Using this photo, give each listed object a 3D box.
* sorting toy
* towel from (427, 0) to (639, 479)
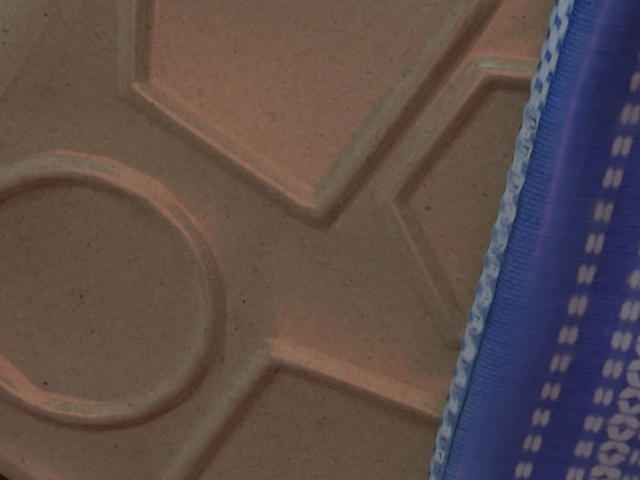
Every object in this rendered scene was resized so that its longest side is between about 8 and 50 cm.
[{"bbox_3d":[0.000,0.000,0.429,0.208,0.038,0.193,36,115,-1],"label":"sorting toy"},{"bbox_3d":[0.196,0.041,0.374,0.336,0.040,0.243,10,114,-5],"label":"towel"}]
